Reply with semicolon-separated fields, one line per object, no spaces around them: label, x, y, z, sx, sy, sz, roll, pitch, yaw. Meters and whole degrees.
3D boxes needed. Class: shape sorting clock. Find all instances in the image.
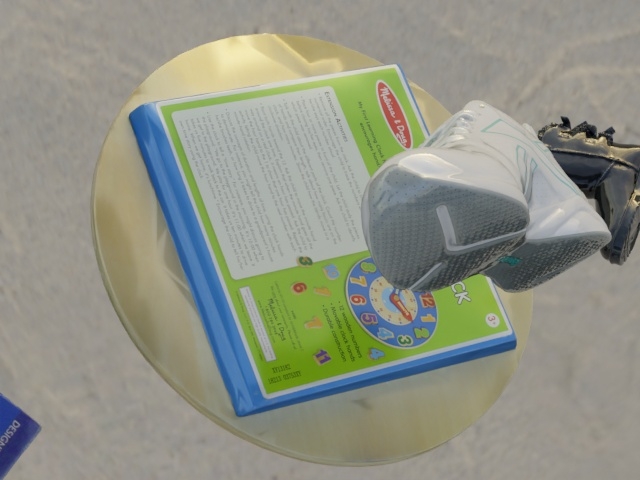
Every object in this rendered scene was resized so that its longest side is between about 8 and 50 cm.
shape sorting clock;0.000;0.000;0.665;0.206;0.040;0.206;9;61;-17

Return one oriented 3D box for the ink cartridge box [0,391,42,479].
ink cartridge box;-0.294;0.035;0.714;0.333;0.065;0.165;40;54;-9

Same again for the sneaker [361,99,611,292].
sneaker;0.049;-0.017;0.529;0.054;0.152;0.061;-32;72;22

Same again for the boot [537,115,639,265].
boot;0.209;-0.041;1.208;0.099;0.045;0.121;15;60;18
